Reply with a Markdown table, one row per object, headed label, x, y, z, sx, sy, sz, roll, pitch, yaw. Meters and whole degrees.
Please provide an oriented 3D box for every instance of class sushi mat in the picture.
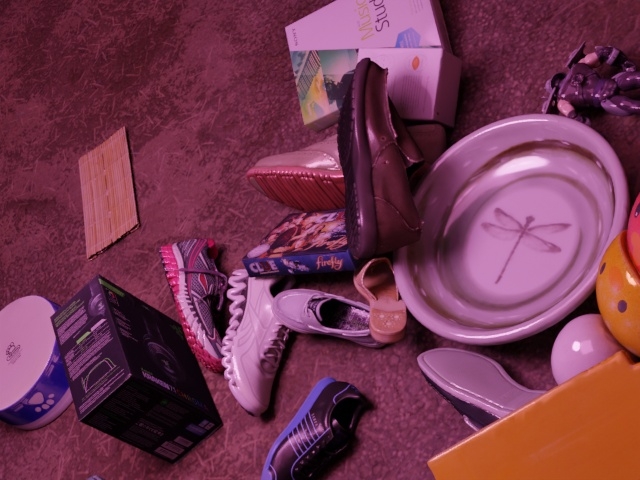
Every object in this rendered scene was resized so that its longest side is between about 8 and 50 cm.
| label | x | y | z | sx | sy | sz | roll | pitch | yaw |
| --- | --- | --- | --- | --- | --- | --- | --- | --- | --- |
| sushi mat | -0.479 | -0.108 | 2.516 | 0.151 | 0.019 | 0.316 | -31 | 48 | 18 |

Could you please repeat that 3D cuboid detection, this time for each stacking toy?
| label | x | y | z | sx | sy | sz | roll | pitch | yaw |
| --- | --- | --- | --- | --- | --- | --- | --- | --- | --- |
| stacking toy | 0.489 | 0.056 | 1.483 | 0.480 | 0.351 | 0.350 | -49 | 41 | 26 |

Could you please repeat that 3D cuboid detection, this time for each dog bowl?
| label | x | y | z | sx | sy | sz | roll | pitch | yaw |
| --- | --- | --- | --- | --- | --- | --- | --- | --- | --- |
| dog bowl | -0.604 | 0.251 | 2.322 | 0.265 | 0.104 | 0.265 | -20 | 52 | 28 |

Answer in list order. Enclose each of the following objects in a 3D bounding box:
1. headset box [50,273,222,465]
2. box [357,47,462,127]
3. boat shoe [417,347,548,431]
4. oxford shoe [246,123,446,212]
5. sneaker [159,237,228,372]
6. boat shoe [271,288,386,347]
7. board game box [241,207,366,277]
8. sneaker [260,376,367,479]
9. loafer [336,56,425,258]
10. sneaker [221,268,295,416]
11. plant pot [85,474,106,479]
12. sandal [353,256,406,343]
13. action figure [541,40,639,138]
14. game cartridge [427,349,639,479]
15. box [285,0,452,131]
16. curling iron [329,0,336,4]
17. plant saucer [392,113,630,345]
| label | x | y | z | sx | sy | sz | roll | pitch | yaw |
| --- | --- | --- | --- | --- | --- | --- | --- | --- | --- |
| headset box | -0.337 | 0.227 | 2.023 | 0.131 | 0.246 | 0.283 | -41 | 44 | 11 |
| box | 0.155 | -0.275 | 2.020 | 0.170 | 0.091 | 0.130 | 7 | 88 | 31 |
| boat shoe | 0.254 | 0.247 | 1.637 | 0.114 | 0.091 | 0.302 | -17 | 28 | -29 |
| oxford shoe | 0.051 | -0.138 | 2.038 | 0.397 | 0.140 | 0.146 | 2 | 60 | 28 |
| sneaker | -0.219 | 0.111 | 2.103 | 0.112 | 0.121 | 0.299 | -17 | 55 | -9 |
| boat shoe | 0.012 | 0.120 | 1.891 | 0.227 | 0.081 | 0.079 | 13 | 69 | 25 |
| board game box | 0.000 | 0.000 | 1.982 | 0.243 | 0.042 | 0.165 | -5 | 28 | 39 |
| sneaker | -0.010 | 0.331 | 1.809 | 0.090 | 0.081 | 0.232 | 15 | 72 | 51 |
| loafer | 0.104 | -0.135 | 1.858 | 0.130 | 0.134 | 0.366 | 3 | 66 | -10 |
| sneaker | -0.103 | 0.168 | 1.981 | 0.118 | 0.110 | 0.292 | -14 | 55 | 21 |
| plant pot | -0.382 | 0.584 | 1.793 | 0.334 | 0.341 | 0.341 | -48 | 43 | -9 |
| sandal | 0.105 | 0.067 | 1.839 | 0.088 | 0.079 | 0.240 | -1 | 31 | -4 |
| action figure | 0.470 | -0.232 | 1.785 | 0.285 | 0.099 | 0.185 | 13 | 79 | 47 |
| game cartridge | 0.344 | 0.336 | 1.459 | 0.324 | 0.053 | 0.285 | -33 | 76 | 16 |
| box | 0.090 | -0.376 | 2.170 | 0.322 | 0.058 | 0.232 | -24 | 65 | 28 |
| curling iron | 0.037 | -0.504 | 2.348 | 0.274 | 0.035 | 0.068 | -55 | 40 | -5 |
| plant saucer | 0.306 | -0.006 | 1.761 | 0.400 | 0.100 | 0.400 | -21 | 51 | 28 |
